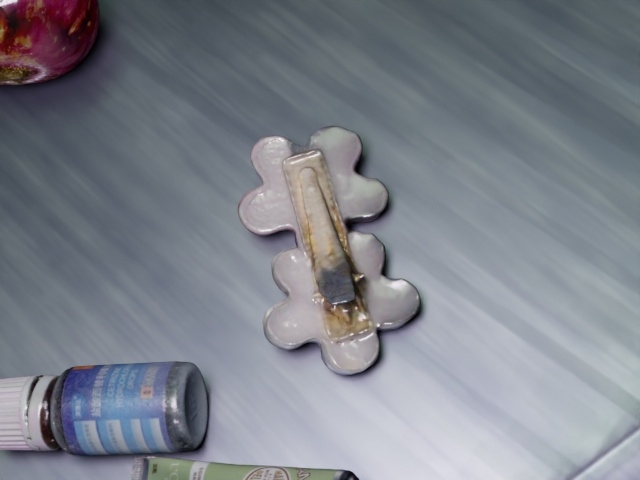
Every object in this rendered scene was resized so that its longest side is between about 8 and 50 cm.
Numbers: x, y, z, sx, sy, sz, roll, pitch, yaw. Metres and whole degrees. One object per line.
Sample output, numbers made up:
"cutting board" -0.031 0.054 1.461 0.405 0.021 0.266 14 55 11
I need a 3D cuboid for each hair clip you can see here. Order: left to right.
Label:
"hair clip" 0.002 0.003 1.349 0.146 0.075 0.257 -18 55 4

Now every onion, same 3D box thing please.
"onion" -0.316 -0.234 1.488 0.177 0.177 0.153 -24 90 3

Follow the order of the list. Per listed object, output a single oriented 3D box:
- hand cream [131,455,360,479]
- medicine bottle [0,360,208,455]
"hand cream" -0.067 0.229 1.266 0.235 0.055 0.086 -3 63 21
"medicine bottle" -0.208 0.155 1.320 0.203 0.083 0.083 -5 63 14
